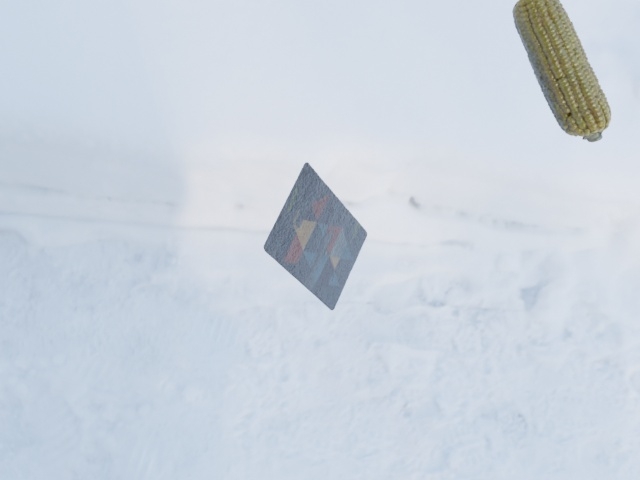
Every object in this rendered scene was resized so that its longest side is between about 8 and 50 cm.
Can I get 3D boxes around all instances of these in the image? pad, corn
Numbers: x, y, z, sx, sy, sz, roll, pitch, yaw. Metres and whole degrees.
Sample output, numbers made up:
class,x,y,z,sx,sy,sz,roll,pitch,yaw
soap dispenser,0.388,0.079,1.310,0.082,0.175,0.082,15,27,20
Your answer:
class,x,y,z,sx,sy,sz,roll,pitch,yaw
pad,0.000,0.000,1.029,0.003,0.211,0.143,13,70,36
corn,0.301,-0.217,0.885,0.068,0.068,0.207,-34,100,-31
